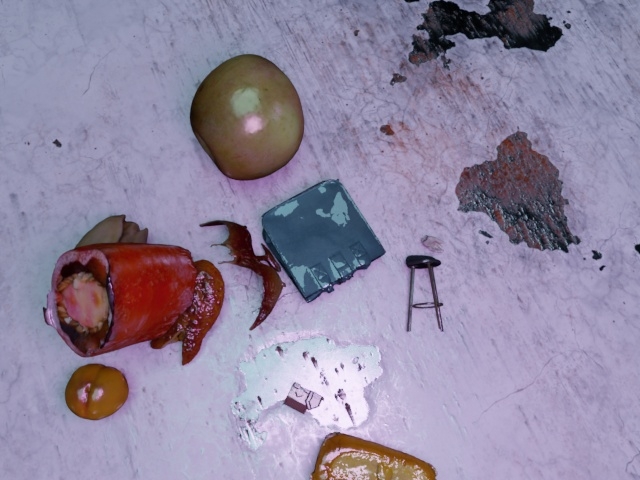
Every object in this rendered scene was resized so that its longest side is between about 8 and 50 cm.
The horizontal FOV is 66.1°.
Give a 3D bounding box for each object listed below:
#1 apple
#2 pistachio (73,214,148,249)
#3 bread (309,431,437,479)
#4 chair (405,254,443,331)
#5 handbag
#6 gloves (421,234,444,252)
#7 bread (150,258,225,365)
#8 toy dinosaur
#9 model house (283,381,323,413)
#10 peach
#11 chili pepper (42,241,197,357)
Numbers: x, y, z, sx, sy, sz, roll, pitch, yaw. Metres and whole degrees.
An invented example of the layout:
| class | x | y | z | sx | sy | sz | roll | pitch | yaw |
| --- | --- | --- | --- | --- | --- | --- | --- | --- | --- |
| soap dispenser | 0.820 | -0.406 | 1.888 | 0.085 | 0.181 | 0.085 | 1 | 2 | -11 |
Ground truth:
| class | x | y | z | sx | sy | sz | roll | pitch | yaw |
| --- | --- | --- | --- | --- | --- | --- | --- | --- | --- |
| apple | -0.204 | -0.321 | 1.328 | 0.277 | 0.319 | 0.319 | -35 | 76 | -21 |
| pistachio | -0.559 | 0.068 | 1.257 | 0.162 | 0.181 | 0.293 | 34 | 72 | -31 |
| bread | 0.123 | 0.553 | 1.152 | 0.288 | 0.119 | 0.152 | 18 | 75 | 3 |
| chair | 0.286 | 0.132 | 1.313 | 0.104 | 0.095 | 0.221 | 2 | 70 | -15 |
| handbag | -0.002 | 0.000 | 1.346 | 0.269 | 0.100 | 0.274 | -32 | 77 | -17 |
| gloves | 0.316 | 0.006 | 1.387 | 0.081 | 0.037 | 0.044 | 41 | 110 | -5 |
| bread | -0.333 | 0.179 | 1.265 | 0.139 | 0.095 | 0.269 | 20 | 75 | 11 |
| toy dinosaur | -0.218 | 0.054 | 1.296 | 0.327 | 0.206 | 0.113 | 44 | 113 | 6 |
| model house | -0.043 | 0.398 | 1.226 | 0.083 | 0.057 | 0.058 | 28 | 67 | 4 |
| peach | -0.534 | 0.362 | 1.172 | 0.138 | 0.138 | 0.138 | 1 | 71 | -3 |
| chili pepper | -0.422 | 0.128 | 1.126 | 0.229 | 0.305 | 0.251 | 9 | 93 | 33 |
